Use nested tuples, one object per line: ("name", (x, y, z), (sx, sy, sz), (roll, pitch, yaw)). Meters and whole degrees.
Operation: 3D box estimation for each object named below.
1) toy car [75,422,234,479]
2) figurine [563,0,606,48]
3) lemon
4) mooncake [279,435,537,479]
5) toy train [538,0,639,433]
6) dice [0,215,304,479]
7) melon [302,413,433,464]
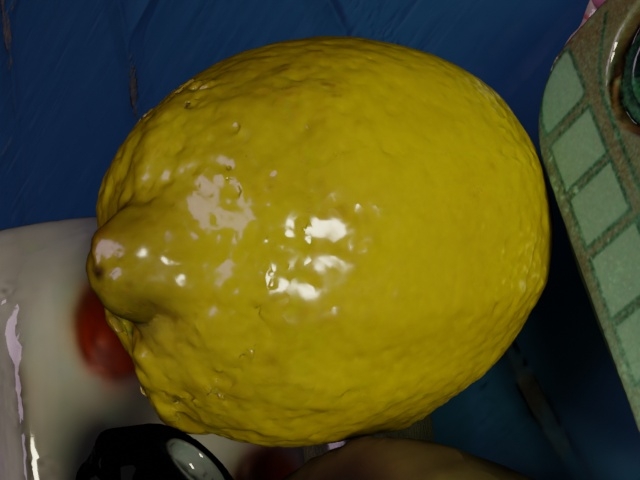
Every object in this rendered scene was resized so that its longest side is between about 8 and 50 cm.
("toy car", (-0.100, 0.226, 0.523), (0.193, 0.118, 0.301), (-48, 24, 7))
("figurine", (0.202, -0.180, 0.731), (0.083, 0.083, 0.187), (53, 129, 51))
("lemon", (0.000, 0.000, 0.660), (0.245, 0.320, 0.245), (12, 106, 46))
("mooncake", (0.056, 0.305, 0.556), (0.394, 0.246, 0.393), (-27, 45, 49))
("toy train", (0.219, -0.007, 0.575), (0.159, 0.129, 0.326), (-49, 40, 41))
("dice", (-0.175, 0.153, 0.893), (0.304, 0.277, 0.304), (-18, 75, 49))
("melon", (0.034, 0.148, 0.800), (0.098, 0.098, 0.130), (-20, 60, 51))
